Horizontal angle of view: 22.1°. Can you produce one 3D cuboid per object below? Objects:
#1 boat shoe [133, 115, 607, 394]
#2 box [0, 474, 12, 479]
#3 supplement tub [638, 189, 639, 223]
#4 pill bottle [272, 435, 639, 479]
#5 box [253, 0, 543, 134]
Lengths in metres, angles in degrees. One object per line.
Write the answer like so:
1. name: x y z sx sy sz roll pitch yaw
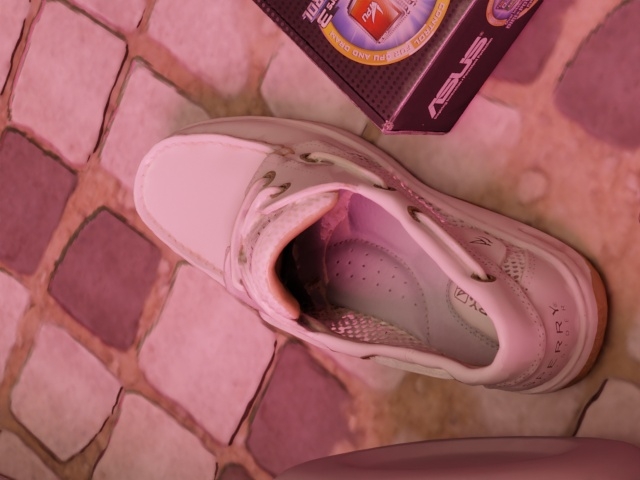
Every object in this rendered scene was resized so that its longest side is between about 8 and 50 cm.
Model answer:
1. boat shoe: 0.000 0.000 0.795 0.277 0.096 0.098 19 103 35
2. box: -0.151 0.274 0.874 0.345 0.168 0.215 15 100 36
3. supplement tub: 0.235 0.113 0.538 0.235 0.235 0.324 -7 88 37
4. pill bottle: 0.071 0.251 0.698 0.181 0.181 0.322 -6 88 37
5. box: 0.050 -0.219 0.772 0.216 0.060 0.270 48 118 26
